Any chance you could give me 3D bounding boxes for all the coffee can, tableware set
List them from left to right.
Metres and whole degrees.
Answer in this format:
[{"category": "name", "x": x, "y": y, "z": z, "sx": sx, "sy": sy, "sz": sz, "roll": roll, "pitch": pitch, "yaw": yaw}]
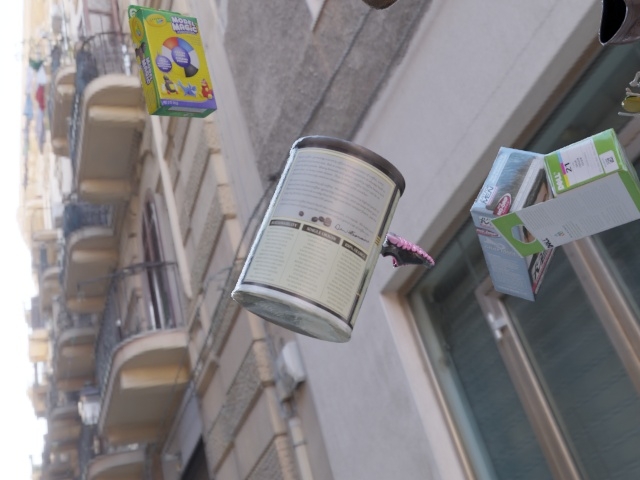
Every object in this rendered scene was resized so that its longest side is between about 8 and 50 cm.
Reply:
[{"category": "coffee can", "x": 0.000, "y": 0.000, "z": 1.203, "sx": 0.201, "sy": 0.275, "sz": 0.201, "roll": 19, "pitch": -18, "yaw": 6}, {"category": "tableware set", "x": 0.627, "y": -0.276, "z": 1.396, "sx": 0.104, "sy": 0.024, "sz": 0.154, "roll": 11, "pitch": -20, "yaw": 13}]

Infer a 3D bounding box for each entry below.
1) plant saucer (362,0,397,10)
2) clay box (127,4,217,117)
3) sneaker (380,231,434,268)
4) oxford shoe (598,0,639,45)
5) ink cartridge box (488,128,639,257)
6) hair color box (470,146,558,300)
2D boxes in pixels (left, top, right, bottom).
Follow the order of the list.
[{"category": "plant saucer", "x": 0.058, "y": -0.287, "z": 0.643, "sx": 0.029, "sy": 0.169, "sz": 0.168, "roll": 5, "pitch": -22, "yaw": 29}, {"category": "clay box", "x": -0.280, "y": -0.344, "z": 1.401, "sx": 0.127, "sy": 0.222, "sz": 0.053, "roll": -6, "pitch": -10, "yaw": -45}, {"category": "sneaker", "x": 0.165, "y": 0.031, "z": 1.439, "sx": 0.119, "sy": 0.047, "sz": 0.057, "roll": 27, "pitch": -81, "yaw": -21}, {"category": "oxford shoe", "x": 0.571, "y": -0.516, "z": 1.338, "sx": 0.132, "sy": 0.130, "sz": 0.364, "roll": -20, "pitch": -51, "yaw": -6}, {"category": "ink cartridge box", "x": 0.457, "y": -0.079, "z": 1.397, "sx": 0.255, "sy": 0.097, "sz": 0.188, "roll": -22, "pitch": -34, "yaw": 26}, {"category": "hair color box", "x": 0.474, "y": -0.030, "z": 1.781, "sx": 0.113, "sy": 0.185, "sz": 0.374, "roll": 16, "pitch": -24, "yaw": 31}]
